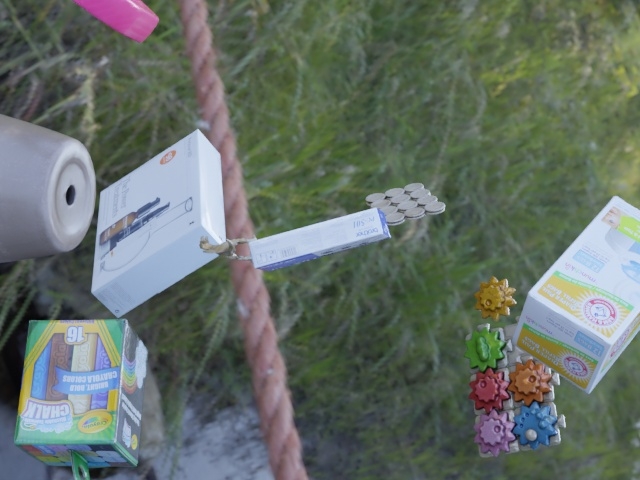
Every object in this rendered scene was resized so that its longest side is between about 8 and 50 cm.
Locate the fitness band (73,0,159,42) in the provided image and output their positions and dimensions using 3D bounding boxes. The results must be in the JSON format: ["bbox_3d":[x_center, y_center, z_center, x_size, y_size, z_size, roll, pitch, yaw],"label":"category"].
[{"bbox_3d":[-0.313,-0.343,1.479,0.209,0.054,0.291,41,6,0],"label":"fitness band"}]

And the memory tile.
[{"bbox_3d":[0.148,-0.064,1.999,0.148,0.113,0.012,-125,-158,-64],"label":"memory tile"}]

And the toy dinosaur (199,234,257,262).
[{"bbox_3d":[-0.163,0.018,2.030,0.092,0.183,0.053,-3,93,-24],"label":"toy dinosaur"}]

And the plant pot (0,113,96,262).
[{"bbox_3d":[-0.431,-0.068,1.491,0.263,0.229,0.263,5,90,-75],"label":"plant pot"}]

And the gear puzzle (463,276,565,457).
[{"bbox_3d":[0.347,0.224,2.099,0.044,0.175,0.339,27,53,-54],"label":"gear puzzle"}]

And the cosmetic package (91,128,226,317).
[{"bbox_3d":[-0.346,-0.045,2.426,0.097,0.284,0.377,52,16,-33],"label":"cosmetic package"}]

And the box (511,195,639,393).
[{"bbox_3d":[0.332,0.062,1.335,0.114,0.103,0.203,34,56,22],"label":"box"}]

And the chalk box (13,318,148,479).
[{"bbox_3d":[-0.419,0.302,1.989,0.180,0.179,0.289,78,13,-65],"label":"chalk box"}]

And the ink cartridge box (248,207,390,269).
[{"bbox_3d":[0.000,0.000,1.765,0.097,0.207,0.046,20,56,-78],"label":"ink cartridge box"}]
